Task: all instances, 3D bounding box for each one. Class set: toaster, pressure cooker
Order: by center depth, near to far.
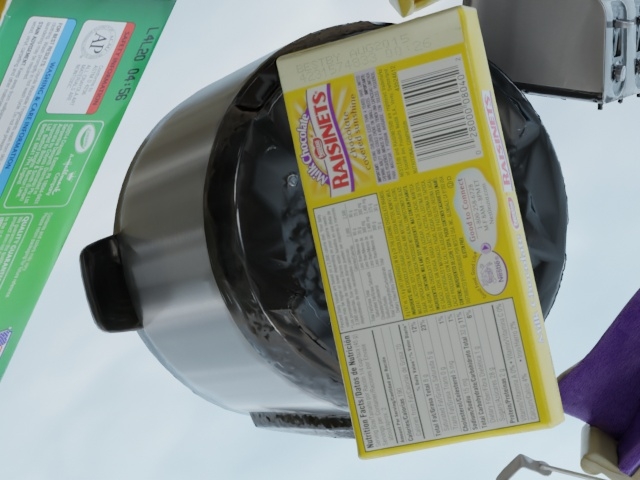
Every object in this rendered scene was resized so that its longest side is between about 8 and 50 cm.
[{"bbox_3d":[0.000,-0.006,1.767,0.375,0.370,0.420,-63,-161,-17],"label":"pressure cooker"},{"bbox_3d":[0.225,-0.197,1.768,0.186,0.110,0.168,10,-167,25],"label":"toaster"}]

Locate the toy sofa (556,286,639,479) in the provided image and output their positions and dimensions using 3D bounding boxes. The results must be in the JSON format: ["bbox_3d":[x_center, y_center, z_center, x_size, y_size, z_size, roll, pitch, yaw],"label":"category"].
[{"bbox_3d":[0.419,0.114,2.020,0.362,0.177,0.150,-53,180,12],"label":"toy sofa"}]

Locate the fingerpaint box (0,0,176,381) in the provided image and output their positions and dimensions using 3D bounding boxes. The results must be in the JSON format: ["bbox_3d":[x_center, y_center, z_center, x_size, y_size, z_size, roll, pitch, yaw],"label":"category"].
[{"bbox_3d":[-0.350,-0.117,1.463,0.371,0.163,0.444,45,-59,32],"label":"fingerpaint box"}]

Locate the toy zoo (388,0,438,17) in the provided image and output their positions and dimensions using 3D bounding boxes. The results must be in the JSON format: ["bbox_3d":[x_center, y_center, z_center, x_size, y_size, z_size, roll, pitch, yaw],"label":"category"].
[{"bbox_3d":[0.160,-0.335,1.819,0.293,0.192,0.030,-27,-122,-15],"label":"toy zoo"}]

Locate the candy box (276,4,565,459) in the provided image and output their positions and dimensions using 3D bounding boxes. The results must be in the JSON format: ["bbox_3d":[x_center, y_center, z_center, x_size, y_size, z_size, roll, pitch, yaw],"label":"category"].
[{"bbox_3d":[0.048,-0.002,0.884,0.105,0.205,0.027,-13,177,30],"label":"candy box"}]

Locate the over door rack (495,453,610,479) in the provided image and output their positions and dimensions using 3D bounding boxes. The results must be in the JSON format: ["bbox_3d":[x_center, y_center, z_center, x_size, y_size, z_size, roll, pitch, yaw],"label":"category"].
[{"bbox_3d":[0.375,0.340,2.008,0.239,0.324,0.108,-95,-166,-50],"label":"over door rack"}]
